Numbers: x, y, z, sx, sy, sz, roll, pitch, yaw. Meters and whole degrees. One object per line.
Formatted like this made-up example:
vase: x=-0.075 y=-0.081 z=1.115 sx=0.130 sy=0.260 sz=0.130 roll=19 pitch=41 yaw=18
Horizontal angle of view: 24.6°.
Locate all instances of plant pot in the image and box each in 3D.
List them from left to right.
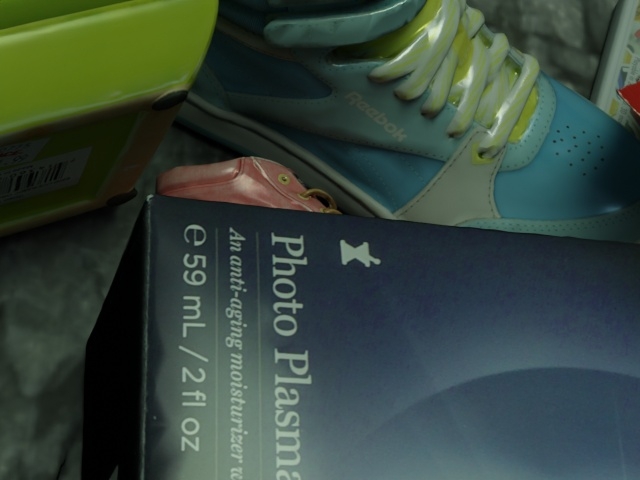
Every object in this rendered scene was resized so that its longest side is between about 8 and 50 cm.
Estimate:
plant pot: x=-0.182 y=-0.112 z=0.681 sx=0.228 sy=0.227 sz=0.207 roll=-18 pitch=79 yaw=-24

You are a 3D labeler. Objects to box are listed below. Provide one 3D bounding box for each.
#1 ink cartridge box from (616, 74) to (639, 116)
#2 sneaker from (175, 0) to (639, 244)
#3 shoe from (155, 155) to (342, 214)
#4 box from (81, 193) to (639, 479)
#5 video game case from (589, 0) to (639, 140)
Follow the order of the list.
ink cartridge box: x=0.246 y=-0.038 z=0.763 sx=0.181 sy=0.056 sz=0.225 roll=47 pitch=19 yaw=7
sneaker: x=0.051 y=-0.097 z=0.737 sx=0.319 sy=0.208 sz=0.127 roll=22 pitch=62 yaw=-1
shoe: x=0.000 y=0.000 z=0.758 sx=0.178 sy=0.063 sz=0.081 roll=0 pitch=67 yaw=-3
box: x=0.049 y=0.155 z=0.643 sx=0.294 sy=0.183 sz=0.296 roll=5 pitch=64 yaw=-16
video game case: x=0.249 y=-0.022 z=0.874 sx=0.206 sy=0.026 sz=0.227 roll=23 pitch=61 yaw=-5
